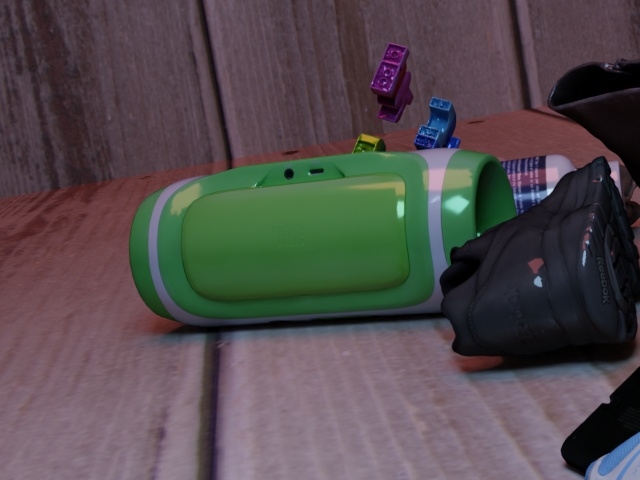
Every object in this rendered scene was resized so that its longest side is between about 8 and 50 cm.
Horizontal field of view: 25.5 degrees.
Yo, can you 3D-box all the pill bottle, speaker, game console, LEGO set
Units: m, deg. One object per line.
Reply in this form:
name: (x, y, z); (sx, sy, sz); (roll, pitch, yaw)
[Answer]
pill bottle: (0.169, -0.022, 1.191); (0.169, 0.094, 0.094); (-7, 9, 14)
speaker: (0.000, 0.000, 1.127); (0.296, 0.131, 0.131); (-5, 10, 26)
game console: (0.193, 0.100, 0.669); (0.107, 0.071, 0.122); (-42, 16, -10)
LEGO set: (0.069, -0.050, 1.288); (0.087, 0.227, 0.093); (18, -14, 20)

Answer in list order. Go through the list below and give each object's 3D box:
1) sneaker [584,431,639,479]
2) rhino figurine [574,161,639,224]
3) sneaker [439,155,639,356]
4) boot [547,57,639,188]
sneaker: (0.213, 0.079, 0.545); (0.237, 0.085, 0.086); (-10, 14, -12)
rhino figurine: (0.187, -0.032, 1.310); (0.243, 0.073, 0.106); (-6, 7, 33)
sneaker: (0.153, 0.013, 0.989); (0.130, 0.109, 0.286); (-17, 2, 18)
boot: (0.300, -0.058, 0.977); (0.207, 0.090, 0.248); (29, -14, -31)
